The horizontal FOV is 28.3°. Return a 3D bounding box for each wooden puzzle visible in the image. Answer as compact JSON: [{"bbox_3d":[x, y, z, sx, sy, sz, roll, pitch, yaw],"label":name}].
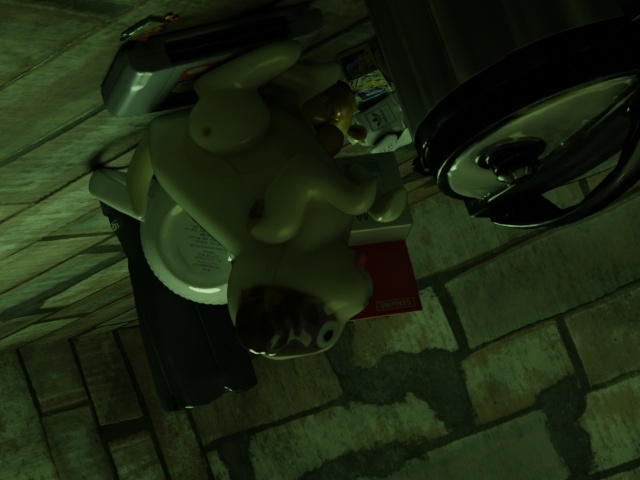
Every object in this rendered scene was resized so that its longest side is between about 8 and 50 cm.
[{"bbox_3d":[-0.222,-0.270,1.627,0.083,0.006,0.049,-25,172,27],"label":"wooden puzzle"}]

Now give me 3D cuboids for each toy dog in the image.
[{"bbox_3d":[-0.075,-0.030,1.810,0.396,0.407,0.284,-22,172,7],"label":"toy dog"}]

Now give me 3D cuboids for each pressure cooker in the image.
[{"bbox_3d":[0.256,-0.227,1.509,0.376,0.420,0.370,-20,162,8],"label":"pressure cooker"}]

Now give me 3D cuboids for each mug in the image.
[{"bbox_3d":[-0.224,-0.040,2.213,0.374,0.276,0.328,22,-172,-1],"label":"mug"}]

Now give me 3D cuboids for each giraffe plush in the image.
[{"bbox_3d":[-0.005,-0.205,2.139,0.170,0.181,0.210,-26,-176,-37],"label":"giraffe plush"}]

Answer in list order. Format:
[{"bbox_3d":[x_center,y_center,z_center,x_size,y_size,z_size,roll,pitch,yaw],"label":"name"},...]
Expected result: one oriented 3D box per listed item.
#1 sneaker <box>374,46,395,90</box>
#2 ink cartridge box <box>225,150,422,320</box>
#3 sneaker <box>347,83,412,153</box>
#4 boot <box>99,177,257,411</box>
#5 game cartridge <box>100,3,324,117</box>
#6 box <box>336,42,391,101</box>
[{"bbox_3d":[0.161,-0.298,2.084,0.126,0.127,0.321,-37,-164,5],"label":"sneaker"},{"bbox_3d":[0.000,0.000,1.993,0.296,0.261,0.066,-8,156,-11],"label":"ink cartridge box"},{"bbox_3d":[0.183,-0.251,2.339,0.210,0.137,0.366,-21,176,-19],"label":"sneaker"},{"bbox_3d":[-0.208,0.084,2.496,0.367,0.445,0.146,-16,171,-33],"label":"boot"},{"bbox_3d":[-0.156,-0.250,1.792,0.294,0.060,0.196,-17,176,-23],"label":"game cartridge"},{"bbox_3d":[0.076,-0.284,2.148,0.059,0.054,0.169,-22,172,8],"label":"box"}]
